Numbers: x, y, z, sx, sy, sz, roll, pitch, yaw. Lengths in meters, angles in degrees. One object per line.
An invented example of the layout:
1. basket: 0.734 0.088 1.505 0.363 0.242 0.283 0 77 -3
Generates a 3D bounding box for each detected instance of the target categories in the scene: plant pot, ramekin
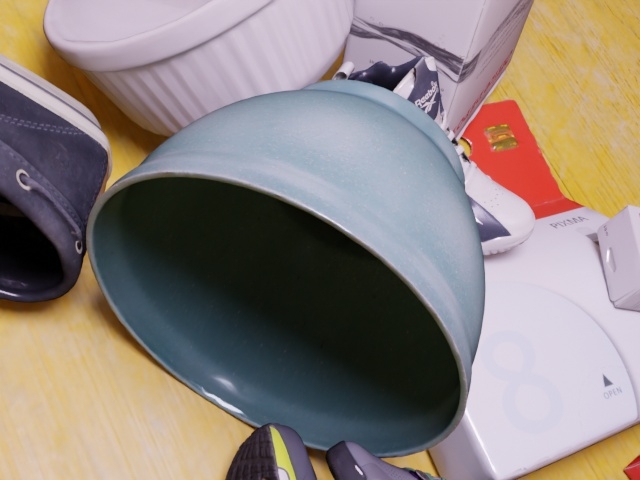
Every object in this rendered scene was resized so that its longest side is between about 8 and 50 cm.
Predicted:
1. plant pot: 0.000 0.000 0.649 0.293 0.293 0.196 33 52 -3
2. ramekin: -0.095 -0.206 0.746 0.273 0.127 0.272 -16 43 15

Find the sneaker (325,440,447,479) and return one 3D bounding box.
1. sneaker: 0.094 0.203 0.644 0.098 0.083 0.223 -40 121 0

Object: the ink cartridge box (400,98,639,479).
1. ink cartridge box: 0.187 0.017 0.833 0.308 0.091 0.384 -14 71 -28

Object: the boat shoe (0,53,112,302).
1. boat shoe: -0.336 -0.081 0.513 0.500 0.187 0.155 28 45 -48

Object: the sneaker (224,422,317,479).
1. sneaker: 0.018 0.278 0.628 0.121 0.111 0.299 -8 69 -42

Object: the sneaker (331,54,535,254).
1. sneaker: 0.100 -0.087 0.759 0.235 0.153 0.094 29 50 10

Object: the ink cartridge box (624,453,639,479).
1. ink cartridge box: 0.393 0.232 0.809 0.231 0.078 0.134 -26 75 -31

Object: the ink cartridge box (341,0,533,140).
1. ink cartridge box: 0.135 -0.260 0.814 0.129 0.307 0.223 28 53 13

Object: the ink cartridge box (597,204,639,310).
1. ink cartridge box: 0.340 0.023 0.816 0.123 0.052 0.088 8 58 -17
